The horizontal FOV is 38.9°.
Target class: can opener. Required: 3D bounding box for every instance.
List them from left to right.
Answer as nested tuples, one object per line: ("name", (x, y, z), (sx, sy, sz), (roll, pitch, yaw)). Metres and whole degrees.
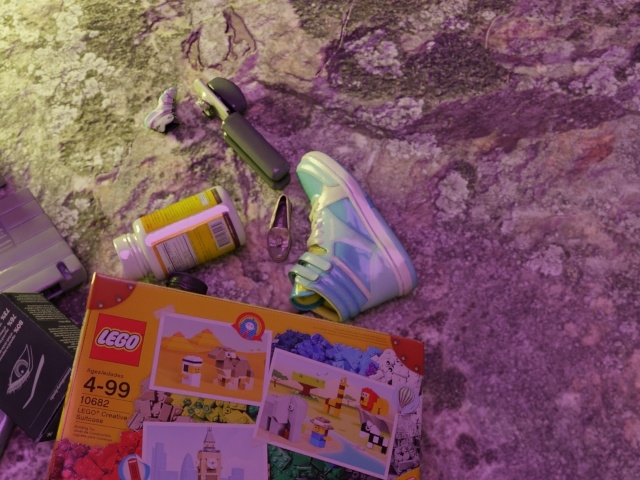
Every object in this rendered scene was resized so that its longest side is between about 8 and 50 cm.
("can opener", (-0.145, -0.214, 1.710), (0.093, 0.074, 0.280), (-34, 67, -14))

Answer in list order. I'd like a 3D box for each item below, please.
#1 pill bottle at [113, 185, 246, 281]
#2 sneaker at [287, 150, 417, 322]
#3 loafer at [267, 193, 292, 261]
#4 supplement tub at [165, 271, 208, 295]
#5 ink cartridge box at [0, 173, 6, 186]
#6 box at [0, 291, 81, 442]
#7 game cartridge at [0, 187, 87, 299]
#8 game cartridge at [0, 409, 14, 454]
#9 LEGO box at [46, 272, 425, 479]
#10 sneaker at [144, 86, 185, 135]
("pill bottle", (-0.247, -0.006, 1.589), (0.215, 0.117, 0.117), (-23, 65, -9))
("sneaker", (0.000, 0.000, 1.572), (0.208, 0.127, 0.319), (-31, 66, -13))
("loafer", (-0.073, -0.024, 1.633), (0.045, 0.039, 0.125), (3, 64, 3))
("supplement tub", (-0.254, 0.154, 1.519), (0.106, 0.106, 0.197), (15, 66, 10))
("ink cartridge box", (-0.701, -0.127, 1.664), (0.176, 0.127, 0.128), (-36, 68, -14))
("box", (-0.459, 0.202, 1.475), (0.207, 0.108, 0.153), (38, 99, 18))
("game cartridge", (-0.619, 0.067, 1.580), (0.355, 0.068, 0.230), (-30, 58, -21))
("game cartridge", (-0.657, 0.303, 1.496), (0.294, 0.060, 0.196), (14, 69, 9))
("LEGO box", (-0.120, 0.295, 1.306), (0.500, 0.193, 0.372), (12, 62, -13))
("sneaker", (-0.287, -0.245, 1.754), (0.069, 0.038, 0.098), (28, 78, 13))
